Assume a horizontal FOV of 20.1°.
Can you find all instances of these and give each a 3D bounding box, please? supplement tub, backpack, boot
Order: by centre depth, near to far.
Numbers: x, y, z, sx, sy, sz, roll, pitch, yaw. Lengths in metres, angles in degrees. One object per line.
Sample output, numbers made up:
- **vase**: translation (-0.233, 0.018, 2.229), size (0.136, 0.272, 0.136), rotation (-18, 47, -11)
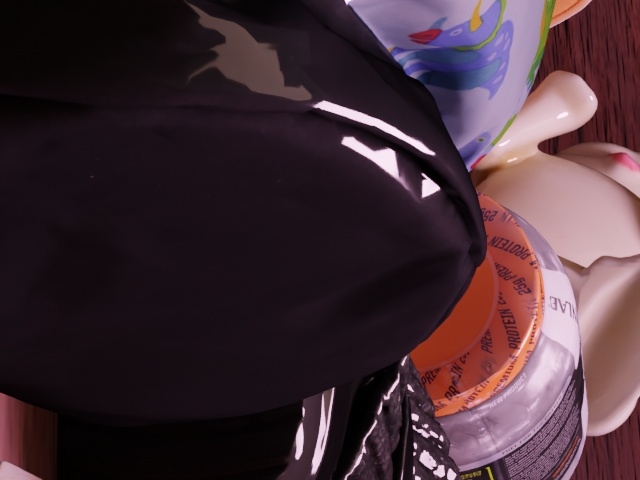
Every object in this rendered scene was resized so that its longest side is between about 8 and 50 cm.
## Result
- **backpack**: translation (-0.042, -0.159, 0.470), size (0.290, 0.273, 0.356), rotation (44, 29, -68)
- **boot**: translation (-0.004, 0.001, 0.817), size (0.260, 0.131, 0.348), rotation (46, 52, -62)
- **supplement tub**: translation (0.088, 0.086, 1.269), size (0.316, 0.193, 0.194), rotation (66, 21, -68)

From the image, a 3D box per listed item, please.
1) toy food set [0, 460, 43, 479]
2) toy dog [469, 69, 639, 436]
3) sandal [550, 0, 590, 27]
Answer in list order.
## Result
- **toy food set**: translation (-0.066, 0.176, 0.596), size (0.128, 0.071, 0.218), rotation (68, 19, -64)
- **toy dog**: translation (0.219, 0.051, 1.653), size (0.408, 0.284, 0.395), rotation (-38, 142, -59)
- **sandal**: translation (0.135, -0.190, 1.672), size (0.102, 0.265, 0.076), rotation (45, 42, -21)
